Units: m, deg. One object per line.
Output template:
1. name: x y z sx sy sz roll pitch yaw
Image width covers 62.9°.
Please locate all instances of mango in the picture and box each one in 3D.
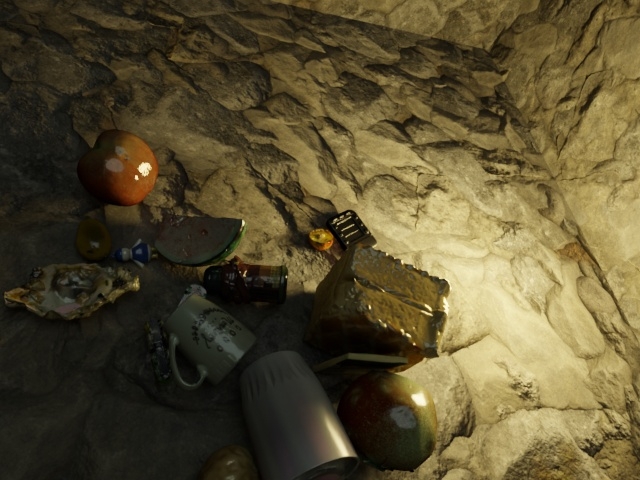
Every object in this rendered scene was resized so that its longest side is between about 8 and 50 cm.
1. mango: -0.718 -0.008 1.649 0.103 0.076 0.161 -15 56 -24

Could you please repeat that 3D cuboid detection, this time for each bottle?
1. bottle: -0.244 0.130 1.707 0.271 0.143 0.156 5 73 -5

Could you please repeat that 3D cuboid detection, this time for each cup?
1. cup: -0.346 0.300 1.503 0.234 0.186 0.258 41 45 -2
2. cup: -0.072 0.510 1.440 0.253 0.253 0.372 -6 48 -27

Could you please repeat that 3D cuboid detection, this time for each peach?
1. peach: -0.663 -0.234 1.734 0.252 0.252 0.252 12 53 -16
2. peach: -0.001 0.000 1.971 0.098 0.061 0.098 8 33 -5

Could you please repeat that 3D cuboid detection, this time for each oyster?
1. oyster: -0.714 0.157 1.529 0.354 0.107 0.201 -2 37 -11

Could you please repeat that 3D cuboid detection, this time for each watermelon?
1. watermelon: -0.369 -0.010 1.698 0.305 0.180 0.224 2 33 19

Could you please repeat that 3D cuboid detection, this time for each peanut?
1. peanut: -0.232 0.712 1.298 0.192 0.169 0.387 8 57 -6

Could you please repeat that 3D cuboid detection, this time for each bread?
1. bread: 0.178 0.239 1.688 0.371 0.390 0.279 25 59 -8

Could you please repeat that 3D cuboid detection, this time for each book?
1. book: 0.114 0.381 1.605 0.201 0.289 0.026 8 67 -19

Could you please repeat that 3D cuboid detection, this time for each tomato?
1. tomato: 0.199 0.516 1.530 0.303 0.303 0.239 22 88 -9

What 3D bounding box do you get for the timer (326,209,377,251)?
1. timer: 0.120 -0.024 2.049 0.144 0.055 0.187 -27 75 -34

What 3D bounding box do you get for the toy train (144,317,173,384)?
1. toy train: -0.471 0.321 1.527 0.060 0.081 0.202 -6 53 -28

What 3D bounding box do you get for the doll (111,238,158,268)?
1. doll: -0.595 0.043 1.678 0.142 0.057 0.099 -5 80 -25

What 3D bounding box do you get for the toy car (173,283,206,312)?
1. toy car: -0.411 0.206 1.647 0.069 0.055 0.142 26 64 -5
